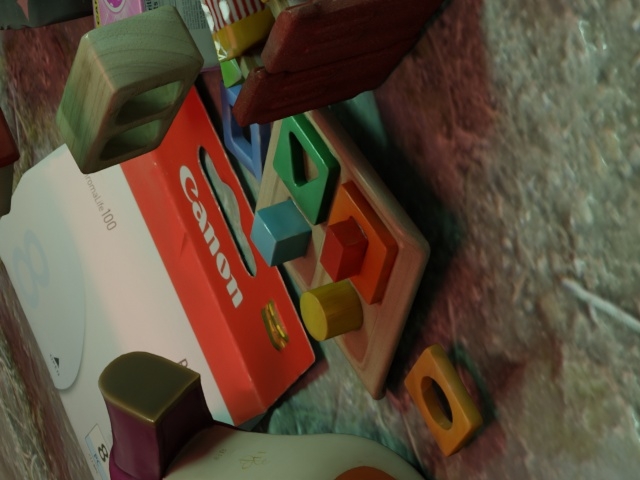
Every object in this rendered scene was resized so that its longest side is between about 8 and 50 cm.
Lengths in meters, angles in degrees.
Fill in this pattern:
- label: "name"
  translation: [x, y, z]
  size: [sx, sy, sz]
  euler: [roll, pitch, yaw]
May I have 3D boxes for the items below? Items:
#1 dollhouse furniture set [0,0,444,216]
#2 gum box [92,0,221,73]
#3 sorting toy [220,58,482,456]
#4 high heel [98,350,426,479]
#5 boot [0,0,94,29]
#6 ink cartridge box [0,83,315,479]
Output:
- label: "dollhouse furniture set"
  translation: [-0.131, -0.157, 0.937]
  size: [0.201, 0.374, 0.152]
  euler: [64, 155, 13]
- label: "gum box"
  translation: [-0.132, -0.207, 1.206]
  size: [0.107, 0.062, 0.188]
  euler: [7, 105, 63]
- label: "sorting toy"
  translation: [0.000, 0.000, 1.097]
  size: [0.348, 0.047, 0.196]
  euler: [55, 154, 30]
- label: "high heel"
  translation: [-0.016, 0.224, 1.196]
  size: [0.377, 0.127, 0.181]
  euler: [31, 146, 36]
- label: "boot"
  translation: [-0.321, -0.412, 1.363]
  size: [0.367, 0.146, 0.445]
  euler: [7, 114, 51]
- label: "ink cartridge box"
  translation: [-0.160, 0.045, 1.385]
  size: [0.308, 0.091, 0.385]
  euler: [65, 151, 14]
